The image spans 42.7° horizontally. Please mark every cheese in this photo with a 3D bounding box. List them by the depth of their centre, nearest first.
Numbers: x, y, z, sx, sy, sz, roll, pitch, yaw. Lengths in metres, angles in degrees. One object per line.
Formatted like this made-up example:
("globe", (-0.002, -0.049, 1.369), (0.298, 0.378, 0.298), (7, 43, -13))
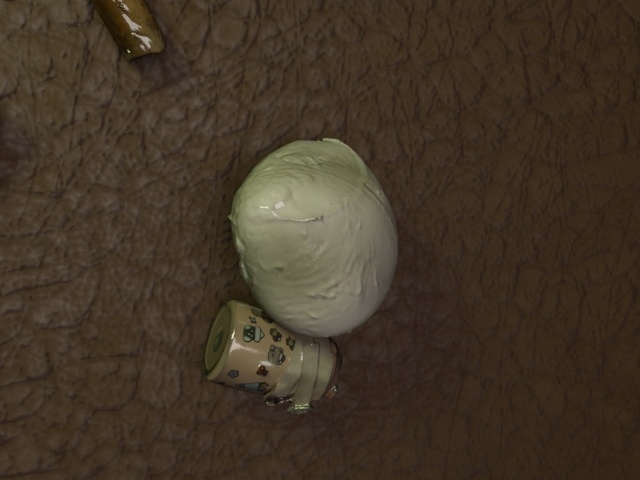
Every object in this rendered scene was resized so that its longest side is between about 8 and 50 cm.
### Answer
("cheese", (0.000, 0.000, 0.838), (0.154, 0.198, 0.189), (-3, 113, 18))

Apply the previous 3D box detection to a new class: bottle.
("bottle", (-0.042, 0.128, 0.880), (0.152, 0.099, 0.099), (21, 88, -20))

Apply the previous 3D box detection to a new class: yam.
("yam", (-0.229, -0.291, 0.814), (0.057, 0.057, 0.241), (-29, 102, -12))
